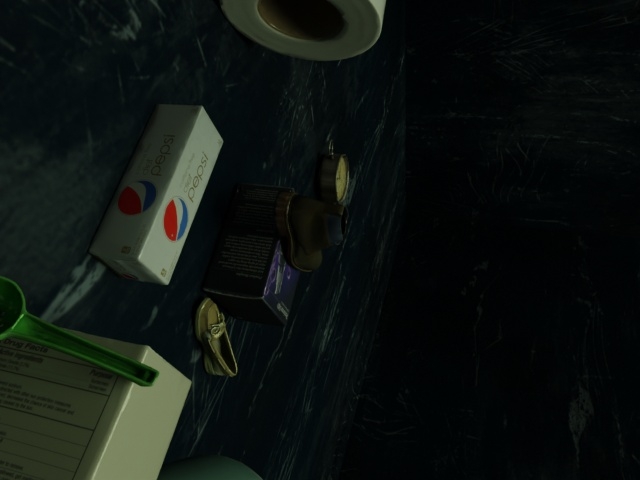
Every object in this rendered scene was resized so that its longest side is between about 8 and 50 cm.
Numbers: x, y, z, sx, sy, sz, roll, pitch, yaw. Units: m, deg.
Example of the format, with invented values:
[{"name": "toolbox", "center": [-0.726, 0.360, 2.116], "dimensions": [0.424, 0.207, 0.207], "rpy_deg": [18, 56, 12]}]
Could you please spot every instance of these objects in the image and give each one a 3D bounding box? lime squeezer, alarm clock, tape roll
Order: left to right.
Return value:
[{"name": "lime squeezer", "center": [-0.266, 0.028, 0.365], "dimensions": [0.310, 0.110, 0.059], "rpy_deg": [46, 64, -28]}, {"name": "tape roll", "center": [-0.016, -0.407, 0.782], "dimensions": [0.246, 0.246, 0.169], "rpy_deg": [38, 60, -71]}, {"name": "alarm clock", "center": [0.031, -0.179, 1.365], "dimensions": [0.129, 0.064, 0.192], "rpy_deg": [-67, 160, -44]}]

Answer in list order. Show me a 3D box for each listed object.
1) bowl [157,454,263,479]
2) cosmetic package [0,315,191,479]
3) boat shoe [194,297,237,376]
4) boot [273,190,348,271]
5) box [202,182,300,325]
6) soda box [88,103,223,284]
[{"name": "bowl", "center": [-0.184, 0.369, 0.513], "dimensions": [0.163, 0.312, 0.311], "rpy_deg": [40, 57, -49]}, {"name": "cosmetic package", "center": [-0.244, 0.233, 0.421], "dimensions": [0.113, 0.160, 0.309], "rpy_deg": [74, 29, -56]}, {"name": "boat shoe", "center": [-0.167, 0.159, 0.848], "dimensions": [0.056, 0.048, 0.153], "rpy_deg": [-57, 150, -57]}, {"name": "boot", "center": [0.000, 0.000, 0.861], "dimensions": [0.219, 0.106, 0.082], "rpy_deg": [66, 35, -60]}, {"name": "box", "center": [-0.102, 0.027, 0.912], "dimensions": [0.153, 0.108, 0.207], "rpy_deg": [65, 35, -63]}, {"name": "soda box", "center": [-0.193, -0.060, 0.634], "dimensions": [0.074, 0.069, 0.216], "rpy_deg": [67, 33, -59]}]
